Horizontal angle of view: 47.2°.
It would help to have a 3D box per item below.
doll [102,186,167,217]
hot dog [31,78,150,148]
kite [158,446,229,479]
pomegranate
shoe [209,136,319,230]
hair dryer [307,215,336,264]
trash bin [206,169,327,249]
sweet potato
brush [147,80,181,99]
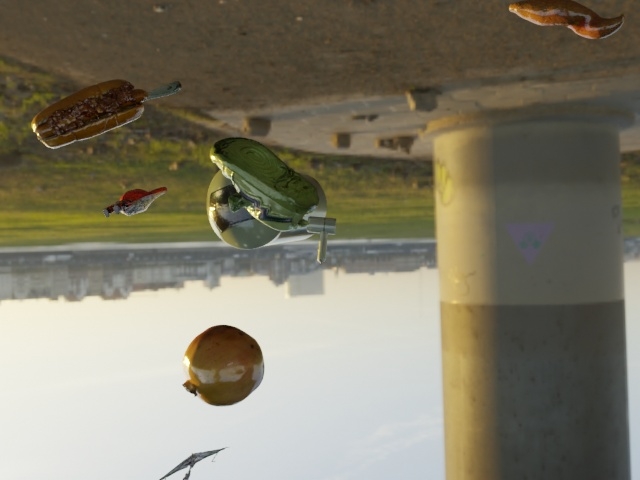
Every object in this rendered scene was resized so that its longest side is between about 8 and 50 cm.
[{"bbox_3d":[-0.440,-0.089,1.700,0.109,0.057,0.169,-20,-179,22],"label":"doll"},{"bbox_3d":[-0.464,-0.268,1.496,0.249,0.102,0.076,-27,172,-27],"label":"hot dog"},{"bbox_3d":[-0.316,0.555,1.802,0.198,0.006,0.244,-20,155,-24],"label":"kite"},{"bbox_3d":[-0.219,0.284,1.644,0.191,0.191,0.191,-2,179,0],"label":"pomegranate"},{"bbox_3d":[-0.129,-0.116,1.541,0.262,0.128,0.140,32,-160,11],"label":"shoe"},{"bbox_3d":[0.000,0.000,2.084,0.082,0.137,0.047,4,167,1],"label":"hair dryer"},{"bbox_3d":[-0.168,-0.114,2.357,0.281,0.280,0.432,-2,180,22],"label":"trash bin"},{"bbox_3d":[0.439,-0.406,1.320,0.202,0.055,0.058,21,-162,18],"label":"sweet potato"},{"bbox_3d":[-0.557,-0.418,2.249,0.297,0.068,0.060,-14,136,9],"label":"brush"}]
